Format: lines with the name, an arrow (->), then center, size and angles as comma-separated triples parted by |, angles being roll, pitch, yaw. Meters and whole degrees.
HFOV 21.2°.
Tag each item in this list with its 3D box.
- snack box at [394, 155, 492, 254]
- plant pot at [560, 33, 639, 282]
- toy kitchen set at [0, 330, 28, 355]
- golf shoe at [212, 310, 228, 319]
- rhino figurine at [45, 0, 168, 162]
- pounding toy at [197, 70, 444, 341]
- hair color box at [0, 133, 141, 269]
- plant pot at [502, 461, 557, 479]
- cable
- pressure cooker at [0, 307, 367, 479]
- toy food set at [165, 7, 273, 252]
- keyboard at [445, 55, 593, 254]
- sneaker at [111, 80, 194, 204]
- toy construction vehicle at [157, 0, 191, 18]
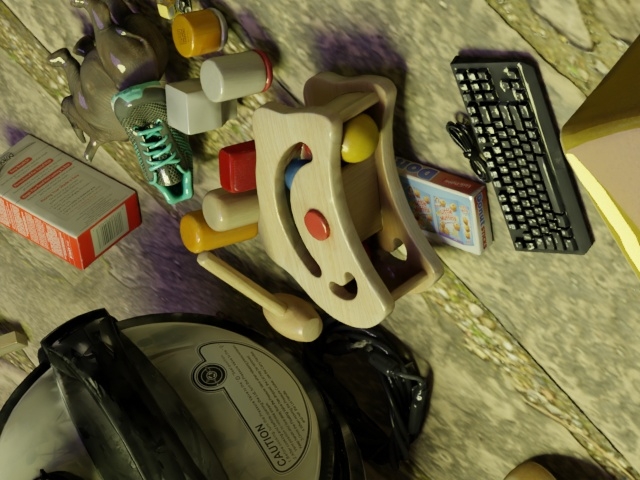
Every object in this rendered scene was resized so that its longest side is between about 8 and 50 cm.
snack box -> 0.070, -0.042, 1.494 | 0.178, 0.022, 0.064 | 21, 136, 36
plant pot -> 0.310, -0.053, 1.057 | 0.187, 0.212, 0.212 | -20, 109, 41
toy kitchen set -> -0.419, 0.111, 2.218 | 0.068, 0.075, 0.083 | 35, -142, -68
golf shoe -> -0.113, 0.158, 1.870 | 0.086, 0.067, 0.186 | 40, 146, 11
rhino figurine -> -0.211, -0.151, 1.662 | 0.106, 0.073, 0.243 | 47, 149, 7
pounding toy -> 0.000, 0.000, 1.451 | 0.154, 0.155, 0.269 | 30, 138, 34
hair color box -> -0.286, -0.043, 1.841 | 0.167, 0.093, 0.053 | 29, 142, 29
plant pot -> 0.202, 0.326, 1.593 | 0.236, 0.032, 0.236 | 171, 90, -75
cable -> 0.039, 0.154, 1.710 | 0.150, 0.047, 0.184 | 33, 145, 22
pressure cooker -> -0.139, 0.283, 1.681 | 0.370, 0.375, 0.420 | 10, 146, 15
toy food set -> -0.066, -0.098, 1.558 | 0.111, 0.104, 0.232 | 27, 125, 51
keyboard -> 0.150, -0.067, 1.377 | 0.108, 0.023, 0.180 | 8, 129, 45
sneaker -> -0.149, -0.090, 1.612 | 0.166, 0.065, 0.076 | 63, -172, -64
toy construction vehicle -> -0.164, -0.249, 1.539 | 0.086, 0.035, 0.098 | 24, 140, 32
